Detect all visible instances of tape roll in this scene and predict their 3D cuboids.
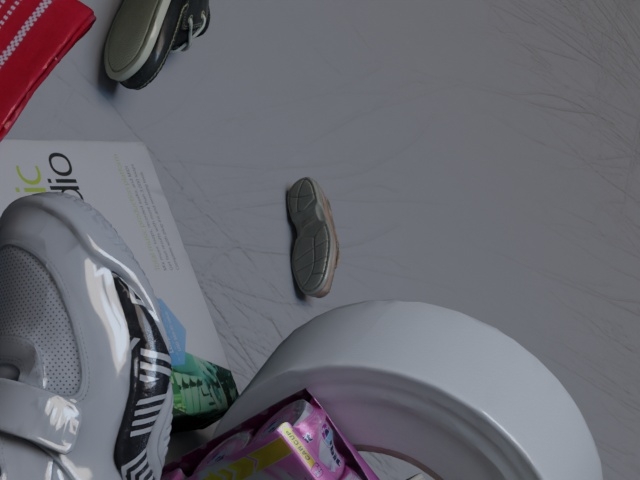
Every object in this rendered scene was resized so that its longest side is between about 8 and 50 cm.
[{"bbox_3d":[0.060,0.190,1.354,0.286,0.286,0.100,52,33,-9],"label":"tape roll"}]

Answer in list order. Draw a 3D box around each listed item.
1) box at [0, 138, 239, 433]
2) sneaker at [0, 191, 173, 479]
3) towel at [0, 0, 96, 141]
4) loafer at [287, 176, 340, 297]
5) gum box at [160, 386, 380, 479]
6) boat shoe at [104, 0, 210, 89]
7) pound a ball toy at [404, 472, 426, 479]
[{"bbox_3d":[-0.213,0.037,1.329,0.322,0.058,0.232,-3,66,-51],"label":"box"},{"bbox_3d":[-0.203,0.151,1.110,0.210,0.137,0.365,0,88,-50],"label":"sneaker"},{"bbox_3d":[-0.311,-0.176,1.292,0.275,0.031,0.199,35,51,-4],"label":"towel"},{"bbox_3d":[0.000,0.000,1.649,0.039,0.045,0.125,34,37,-42],"label":"loafer"},{"bbox_3d":[-0.046,0.190,1.301,0.107,0.188,0.062,53,33,-9],"label":"gum box"},{"bbox_3d":[-0.127,-0.202,1.609,0.079,0.084,0.233,42,34,-22],"label":"boat shoe"},{"bbox_3d":[0.008,0.294,1.169,0.136,0.319,0.208,-25,84,-56],"label":"pound a ball toy"}]
